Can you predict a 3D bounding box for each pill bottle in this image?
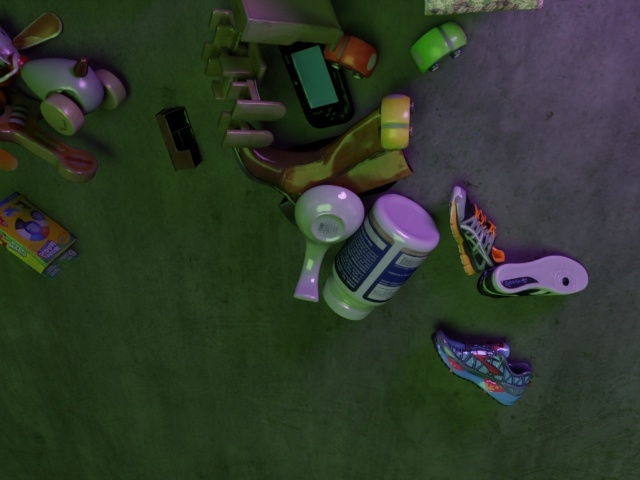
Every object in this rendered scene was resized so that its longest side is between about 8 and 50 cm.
[{"bbox_3d":[0.118,0.043,1.167,0.153,0.153,0.264,32,125,-5],"label":"pill bottle"}]

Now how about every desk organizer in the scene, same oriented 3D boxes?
[{"bbox_3d":[-0.304,-0.219,1.192,0.050,0.047,0.130,-4,121,17],"label":"desk organizer"}]

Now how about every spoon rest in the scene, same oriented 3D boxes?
[{"bbox_3d":[0.000,0.000,1.127,0.137,0.084,0.276,13,127,-7],"label":"spoon rest"}]

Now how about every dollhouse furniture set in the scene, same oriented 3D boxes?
[{"bbox_3d":[-0.090,-0.313,0.957,0.161,0.212,0.242,-5,154,-26],"label":"dollhouse furniture set"}]

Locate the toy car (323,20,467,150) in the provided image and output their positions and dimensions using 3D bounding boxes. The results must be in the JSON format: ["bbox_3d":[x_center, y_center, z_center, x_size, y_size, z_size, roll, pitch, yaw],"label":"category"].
[{"bbox_3d":[0.148,-0.303,0.948,0.225,0.053,0.239,-32,89,9],"label":"toy car"}]

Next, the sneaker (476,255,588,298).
[{"bbox_3d":[0.430,0.080,1.152,0.217,0.079,0.121,1,169,-14],"label":"sneaker"}]

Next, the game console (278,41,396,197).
[{"bbox_3d":[0.007,-0.241,1.085,0.213,0.044,0.361,-11,118,23],"label":"game console"}]

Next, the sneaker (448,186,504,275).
[{"bbox_3d":[0.311,-0.023,1.114,0.083,0.084,0.215,-12,128,23],"label":"sneaker"}]

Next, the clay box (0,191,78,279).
[{"bbox_3d":[-0.733,-0.012,1.408,0.222,0.127,0.053,39,124,-11],"label":"clay box"}]

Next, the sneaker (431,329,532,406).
[{"bbox_3d":[0.378,0.268,1.286,0.262,0.104,0.125,33,108,-11],"label":"sneaker"}]

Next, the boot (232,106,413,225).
[{"bbox_3d":[-0.002,-0.170,1.050,0.280,0.096,0.264,-25,113,28],"label":"boot"}]

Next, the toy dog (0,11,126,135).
[{"bbox_3d":[-0.560,-0.357,1.096,0.334,0.220,0.161,17,143,-12],"label":"toy dog"}]

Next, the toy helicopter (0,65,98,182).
[{"bbox_3d":[-0.649,-0.230,1.175,0.355,0.235,0.140,32,125,-6],"label":"toy helicopter"}]

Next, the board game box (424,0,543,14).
[{"bbox_3d":[0.221,-0.450,0.731,0.141,0.291,0.232,3,122,15],"label":"board game box"}]
